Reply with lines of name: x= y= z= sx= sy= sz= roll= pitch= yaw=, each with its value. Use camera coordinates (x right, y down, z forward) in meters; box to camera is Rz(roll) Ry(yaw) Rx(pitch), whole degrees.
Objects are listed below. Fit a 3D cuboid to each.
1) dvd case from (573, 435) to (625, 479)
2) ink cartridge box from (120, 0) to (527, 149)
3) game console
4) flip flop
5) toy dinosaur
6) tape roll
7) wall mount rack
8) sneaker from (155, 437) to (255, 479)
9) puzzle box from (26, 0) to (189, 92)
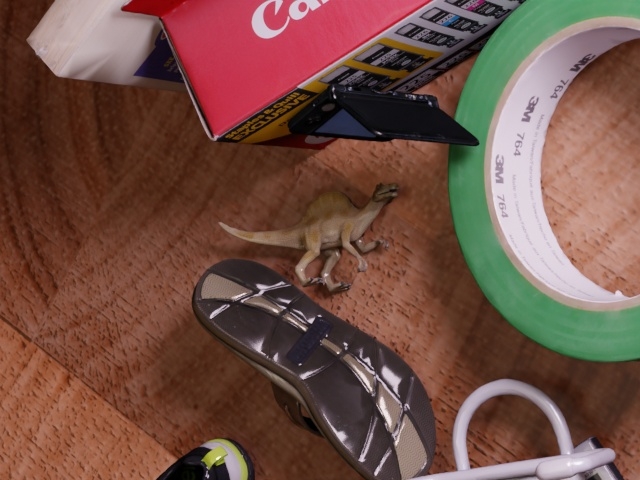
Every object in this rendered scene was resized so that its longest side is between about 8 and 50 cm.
dvd case: x=0.234 y=0.318 z=1.479 sx=0.179 sy=0.029 sz=0.239 roll=-39 pitch=73 yaw=23
ink cartridge box: x=0.032 y=-0.207 z=1.441 sx=0.309 sy=0.272 sz=0.130 roll=-30 pitch=77 yaw=25
game console: x=0.053 y=-0.090 z=1.448 sx=0.107 sy=0.122 sz=0.071 roll=-37 pitch=60 yaw=43
flip flop: x=-0.008 y=0.127 z=1.569 sx=0.277 sy=0.112 sz=0.080 roll=38 pitch=148 yaw=11
toy dinosaur: x=0.000 y=0.000 z=1.595 sx=0.183 sy=0.053 sz=0.093 roll=-16 pitch=68 yaw=20
tape roll: x=0.251 y=-0.061 z=1.394 sx=0.321 sy=0.077 sz=0.321 roll=-2 pitch=87 yaw=42
wall mount rack: x=0.121 y=0.304 z=1.449 sx=0.304 sy=0.130 sz=0.350 roll=-14 pitch=84 yaw=28
sneaker: x=-0.162 y=0.274 z=1.647 sx=0.084 sy=0.097 sz=0.235 roll=46 pitch=110 yaw=20
puzzle box: x=-0.053 y=-0.298 z=1.485 sx=0.052 sy=0.272 sz=0.409 roll=48 pitch=110 yaw=19
